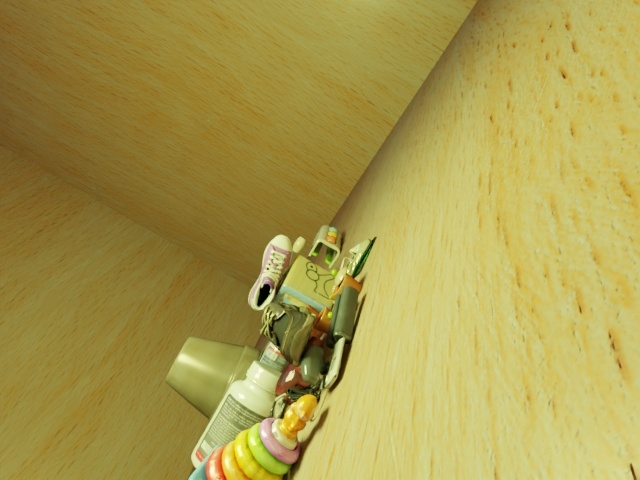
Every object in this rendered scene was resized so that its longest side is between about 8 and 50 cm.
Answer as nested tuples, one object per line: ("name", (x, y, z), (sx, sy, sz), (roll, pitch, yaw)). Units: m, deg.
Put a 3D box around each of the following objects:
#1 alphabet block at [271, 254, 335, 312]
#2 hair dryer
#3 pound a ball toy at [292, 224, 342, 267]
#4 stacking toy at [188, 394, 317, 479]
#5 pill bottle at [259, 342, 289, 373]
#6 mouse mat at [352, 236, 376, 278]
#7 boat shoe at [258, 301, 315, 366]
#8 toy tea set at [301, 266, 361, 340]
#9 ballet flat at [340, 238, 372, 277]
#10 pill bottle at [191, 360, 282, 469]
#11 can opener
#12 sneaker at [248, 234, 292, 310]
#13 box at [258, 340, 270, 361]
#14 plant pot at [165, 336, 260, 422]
("alphabet block", (-0.064, 0.207, 1.526), (0.193, 0.192, 0.197), (-55, 5, 32))
("hair dryer", (-0.037, 0.365, 1.090), (0.223, 0.080, 0.293), (-40, 19, 27))
("pound a ball toy", (0.000, 0.000, 2.069), (0.136, 0.208, 0.319), (-59, 4, 16))
("stacking toy", (-0.108, 0.436, 0.890), (0.302, 0.166, 0.175), (-48, -6, 6))
("pill bottle", (-0.186, 0.484, 1.601), (0.180, 0.108, 0.108), (-60, 4, -7))
("mouse mat", (0.125, 0.078, 1.432), (0.153, 0.007, 0.190), (-62, 6, -30))
("boat shoe", (-0.097, 0.232, 1.100), (0.355, 0.130, 0.132), (137, 150, -83))
("toy tea set", (-0.004, 0.200, 1.284), (0.336, 0.124, 0.200), (-58, 4, 20))
("ballet flat", (0.107, 0.057, 1.373), (0.168, 0.052, 0.057), (-60, 4, -11))
("pill bottle", (-0.221, 0.525, 1.244), (0.319, 0.176, 0.176), (-60, 4, -9))
("can opener", (0.025, 0.217, 1.012), (0.076, 0.095, 0.283), (-55, 13, 41))
("sneaker", (-0.160, 0.111, 1.459), (0.161, 0.102, 0.282), (159, 131, -77))
("box", (-0.192, 0.479, 1.839), (0.290, 0.087, 0.169), (-58, 4, 13))
("plant pot", (-0.428, 0.517, 1.658), (0.323, 0.280, 0.323), (-60, 6, 11))
